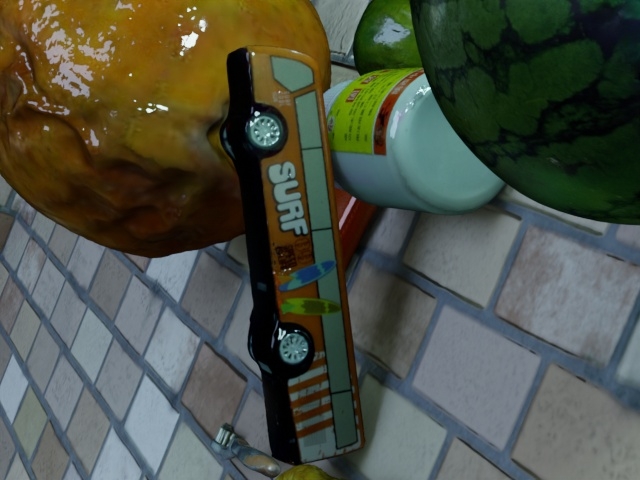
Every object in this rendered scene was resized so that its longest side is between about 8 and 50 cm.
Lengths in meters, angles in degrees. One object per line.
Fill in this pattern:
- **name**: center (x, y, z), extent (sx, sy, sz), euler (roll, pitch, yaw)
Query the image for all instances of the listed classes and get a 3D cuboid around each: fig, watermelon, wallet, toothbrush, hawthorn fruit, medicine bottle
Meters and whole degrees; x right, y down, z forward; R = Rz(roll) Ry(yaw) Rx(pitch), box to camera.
- **fig**: center (0.108, -0.204, 1.441), extent (0.177, 0.117, 0.117), euler (26, 94, 55)
- **watermelon**: center (0.223, -0.172, 0.889), extent (0.363, 0.363, 0.363), euler (-46, 33, 42)
- **wallet**: center (0.000, 0.000, 1.558), extent (0.204, 0.045, 0.142), euler (-64, 27, 13)
- **toothbrush**: center (-0.082, 0.228, 1.473), extent (0.037, 0.028, 0.375), euler (-65, 9, -7)
- **hawthorn fruit**: center (-0.212, -0.194, 1.707), extent (0.472, 0.471, 0.472), euler (-46, 33, 42)
- **medicine bottle**: center (0.083, -0.099, 1.347), extent (0.225, 0.139, 0.139), euler (12, 81, 66)

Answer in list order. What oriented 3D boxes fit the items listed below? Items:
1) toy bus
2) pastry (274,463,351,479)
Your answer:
- **toy bus**: center (-0.032, 0.013, 1.356), extent (0.093, 0.092, 0.409), euler (180, 83, -69)
- **pastry**: center (-0.013, 0.304, 1.253), extent (0.189, 0.103, 0.189), euler (-54, 21, 32)
